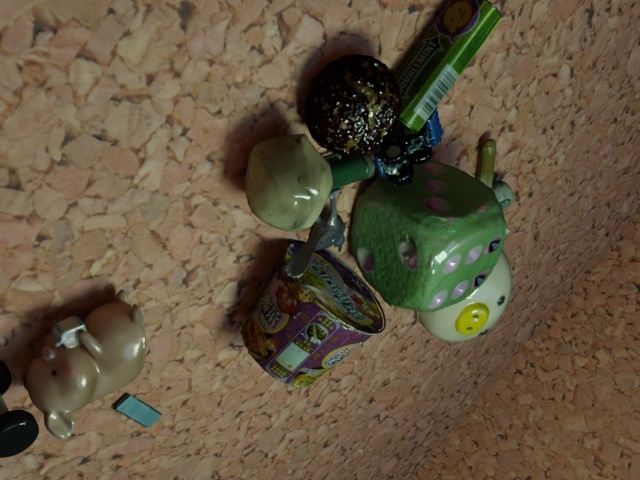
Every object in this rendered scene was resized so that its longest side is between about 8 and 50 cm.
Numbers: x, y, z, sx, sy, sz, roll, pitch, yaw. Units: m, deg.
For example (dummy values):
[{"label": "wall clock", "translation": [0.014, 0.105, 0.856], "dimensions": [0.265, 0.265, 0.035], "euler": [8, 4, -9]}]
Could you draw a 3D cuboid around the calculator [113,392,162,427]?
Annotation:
[{"label": "calculator", "translation": [-0.479, 0.448, 1.821], "dimensions": [0.057, 0.018, 0.172], "euler": [-41, 144, -7]}]

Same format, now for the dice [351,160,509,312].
[{"label": "dice", "translation": [0.298, -0.014, 1.927], "dimensions": [0.322, 0.330, 0.318], "euler": [-19, 134, -32]}]

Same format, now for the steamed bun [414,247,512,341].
[{"label": "steamed bun", "translation": [0.463, 0.154, 2.275], "dimensions": [0.334, 0.334, 0.373], "euler": [-15, 138, -37]}]

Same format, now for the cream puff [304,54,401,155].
[{"label": "cream puff", "translation": [0.080, -0.298, 1.573], "dimensions": [0.239, 0.165, 0.239], "euler": [-28, 138, -29]}]

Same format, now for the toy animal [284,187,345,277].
[{"label": "toy animal", "translation": [0.009, -0.037, 1.771], "dimensions": [0.367, 0.081, 0.205], "euler": [-25, 123, -68]}]

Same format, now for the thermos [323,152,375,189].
[{"label": "thermos", "translation": [0.044, -0.168, 1.734], "dimensions": [0.188, 0.073, 0.083], "euler": [-23, 151, -30]}]

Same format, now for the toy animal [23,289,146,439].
[{"label": "toy animal", "translation": [-0.497, 0.254, 1.476], "dimensions": [0.256, 0.195, 0.212], "euler": [-22, 129, -27]}]

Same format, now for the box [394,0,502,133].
[{"label": "box", "translation": [0.280, -0.433, 1.681], "dimensions": [0.345, 0.134, 0.097], "euler": [-53, 144, 9]}]

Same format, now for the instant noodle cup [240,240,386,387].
[{"label": "instant noodle cup", "translation": [-0.038, 0.206, 1.822], "dimensions": [0.266, 0.340, 0.340], "euler": [-49, 146, 19]}]

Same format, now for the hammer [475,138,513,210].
[{"label": "hammer", "translation": [0.521, -0.190, 2.193], "dimensions": [0.202, 0.113, 0.305], "euler": [-33, 137, -24]}]

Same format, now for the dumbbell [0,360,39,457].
[{"label": "dumbbell", "translation": [-0.647, 0.334, 1.392], "dimensions": [0.100, 0.191, 0.100], "euler": [-28, 141, -25]}]

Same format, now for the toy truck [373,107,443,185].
[{"label": "toy truck", "translation": [0.221, -0.255, 1.791], "dimensions": [0.208, 0.126, 0.113], "euler": [-47, 144, -14]}]

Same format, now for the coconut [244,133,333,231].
[{"label": "coconut", "translation": [-0.069, -0.136, 1.536], "dimensions": [0.224, 0.224, 0.224], "euler": [-27, 140, -26]}]
